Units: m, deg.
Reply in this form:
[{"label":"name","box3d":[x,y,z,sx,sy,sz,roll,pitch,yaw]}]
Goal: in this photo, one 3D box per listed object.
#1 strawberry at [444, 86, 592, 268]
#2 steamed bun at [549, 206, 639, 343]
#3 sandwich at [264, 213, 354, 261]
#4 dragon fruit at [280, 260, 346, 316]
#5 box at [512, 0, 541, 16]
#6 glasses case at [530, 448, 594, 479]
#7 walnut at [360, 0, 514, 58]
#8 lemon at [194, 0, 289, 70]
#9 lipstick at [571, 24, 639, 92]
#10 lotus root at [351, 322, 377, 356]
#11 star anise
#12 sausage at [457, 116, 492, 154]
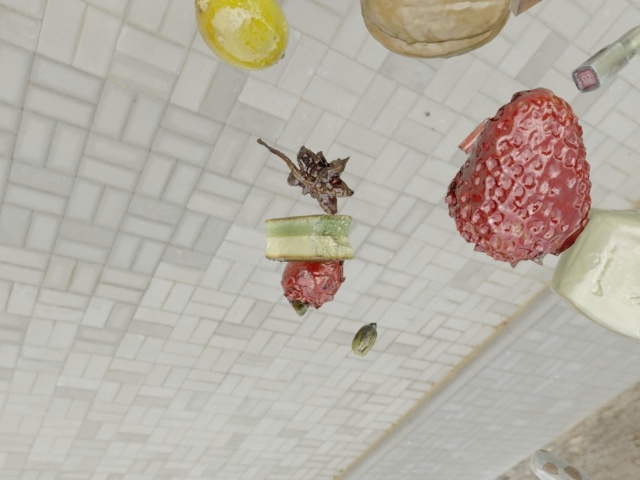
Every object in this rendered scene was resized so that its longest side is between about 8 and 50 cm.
[{"label":"strawberry","box3d":[0.289,-0.099,0.733,0.205,0.205,0.244,-13,128,-2]},{"label":"steamed bun","box3d":[0.565,0.047,0.958,0.170,0.200,0.226,3,113,-57]},{"label":"sandwich","box3d":[0.000,0.000,1.224,0.186,0.108,0.220,-2,175,30]},{"label":"dragon fruit","box3d":[-0.021,0.106,1.426,0.209,0.172,0.172,-45,135,-12]},{"label":"box","box3d":[0.641,-0.738,1.419,0.237,0.070,0.152,-27,176,18]},{"label":"glasses case","box3d":[0.520,0.503,1.068,0.063,0.164,0.041,-34,147,-43]},{"label":"walnut","box3d":[0.229,-0.494,1.023,0.312,0.277,0.252,4,122,22]},{"label":"lemon","box3d":[-0.217,-0.604,1.439,0.235,0.236,0.263,-25,133,10]},{"label":"lipstick","box3d":[0.821,-0.512,1.433,0.252,0.079,0.077,-36,103,-16]},{"label":"lotus root","box3d":[0.115,0.251,1.315,0.054,0.099,0.049,42,154,-14]},{"label":"star anise","box3d":[-0.028,-0.119,0.854,0.070,0.190,0.097,-34,151,-41]},{"label":"sausage","box3d":[0.492,-0.331,1.585,0.145,0.048,0.050,-46,126,13]}]
